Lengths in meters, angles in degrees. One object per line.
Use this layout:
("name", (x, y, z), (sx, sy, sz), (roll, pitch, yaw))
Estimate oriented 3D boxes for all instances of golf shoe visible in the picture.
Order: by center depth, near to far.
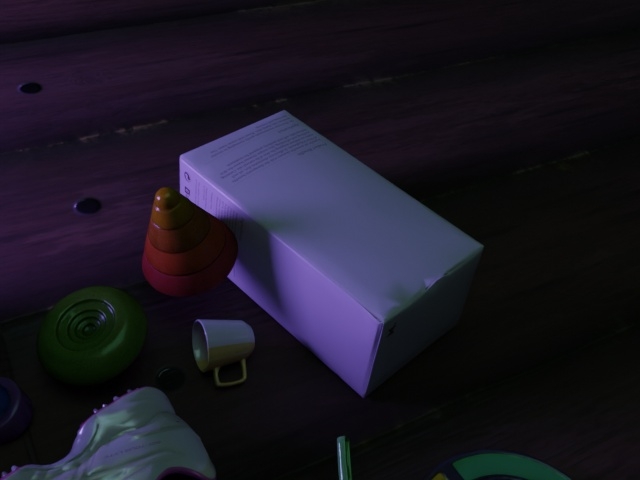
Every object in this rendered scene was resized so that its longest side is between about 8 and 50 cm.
("golf shoe", (-0.227, 0.262, 0.676), (0.140, 0.115, 0.306), (36, 50, 22))

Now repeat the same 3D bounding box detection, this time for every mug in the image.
("mug", (-0.114, 0.129, 0.886), (0.064, 0.078, 0.062), (-5, 11, -27))

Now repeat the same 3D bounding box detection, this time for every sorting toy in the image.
("sorting toy", (-0.249, 0.060, 0.813), (0.127, 0.126, 0.365), (35, 64, 28))

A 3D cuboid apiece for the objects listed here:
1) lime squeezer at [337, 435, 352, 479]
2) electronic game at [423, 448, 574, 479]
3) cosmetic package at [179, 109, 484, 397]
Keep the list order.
("lime squeezer", (0.074, 0.324, 0.672), (0.059, 0.110, 0.310), (21, 18, -51))
("electronic game", (0.196, 0.313, 0.740), (0.229, 0.048, 0.229), (5, 42, -5))
("cosmetic package", (0.000, 0.000, 0.963), (0.197, 0.155, 0.365), (-29, 55, -33))
